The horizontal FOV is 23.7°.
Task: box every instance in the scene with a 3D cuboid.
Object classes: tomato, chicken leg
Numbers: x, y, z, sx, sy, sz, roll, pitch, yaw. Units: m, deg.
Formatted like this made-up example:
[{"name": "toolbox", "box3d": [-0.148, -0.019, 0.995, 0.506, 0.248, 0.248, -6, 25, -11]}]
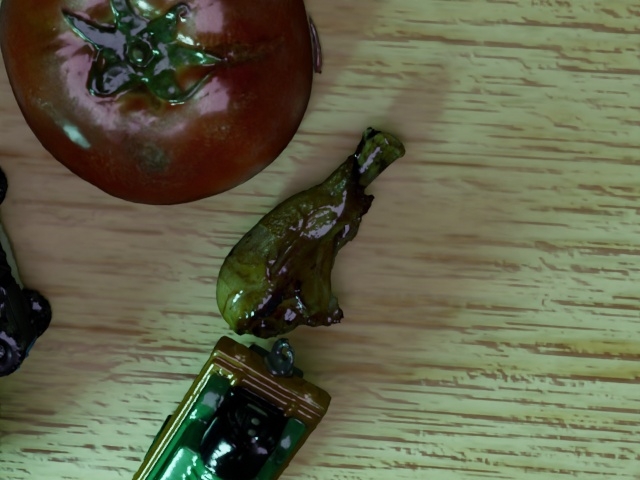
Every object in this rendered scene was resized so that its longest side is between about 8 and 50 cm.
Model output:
[{"name": "tomato", "box3d": [-0.114, -0.124, 1.002, 0.225, 0.085, 0.225, 3, 109, 9]}, {"name": "chicken leg", "box3d": [0.000, 0.000, 1.047, 0.093, 0.070, 0.178, 34, 100, -12]}]

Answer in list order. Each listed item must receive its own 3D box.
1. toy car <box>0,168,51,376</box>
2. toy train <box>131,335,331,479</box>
[{"name": "toy car", "box3d": [-0.249, 0.013, 1.066, 0.070, 0.080, 0.171, -13, 108, 11]}, {"name": "toy train", "box3d": [-0.075, 0.162, 1.063, 0.091, 0.136, 0.228, 31, 125, -5]}]
